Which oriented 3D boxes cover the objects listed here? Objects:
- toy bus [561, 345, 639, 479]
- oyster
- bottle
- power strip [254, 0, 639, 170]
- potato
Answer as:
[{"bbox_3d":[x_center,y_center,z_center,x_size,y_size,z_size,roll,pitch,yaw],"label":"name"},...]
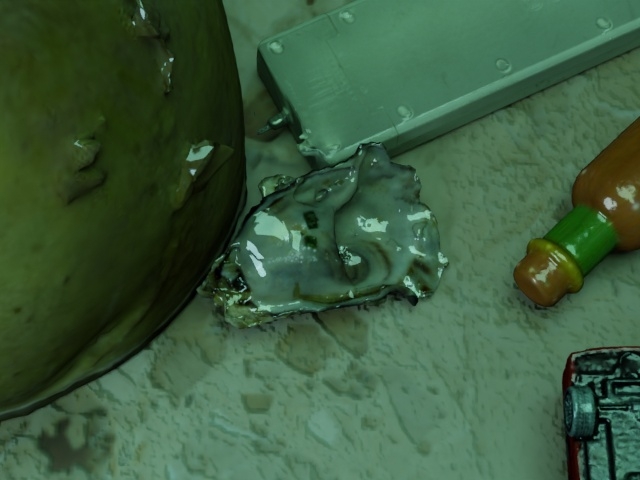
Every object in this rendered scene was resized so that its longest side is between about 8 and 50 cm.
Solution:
[{"bbox_3d":[0.185,0.164,0.972,0.081,0.089,0.195,-1,67,-3],"label":"toy bus"},{"bbox_3d":[0.000,-0.003,1.046,0.165,0.053,0.108,-12,99,-26],"label":"oyster"},{"bbox_3d":[0.199,-0.027,1.066,0.187,0.069,0.069,-42,75,-15],"label":"bottle"},{"bbox_3d":[0.119,-0.148,1.124,0.367,0.043,0.106,-24,70,-12],"label":"power strip"},{"bbox_3d":[-0.251,-0.139,0.962,0.385,0.319,0.442,-29,70,-15],"label":"potato"}]
